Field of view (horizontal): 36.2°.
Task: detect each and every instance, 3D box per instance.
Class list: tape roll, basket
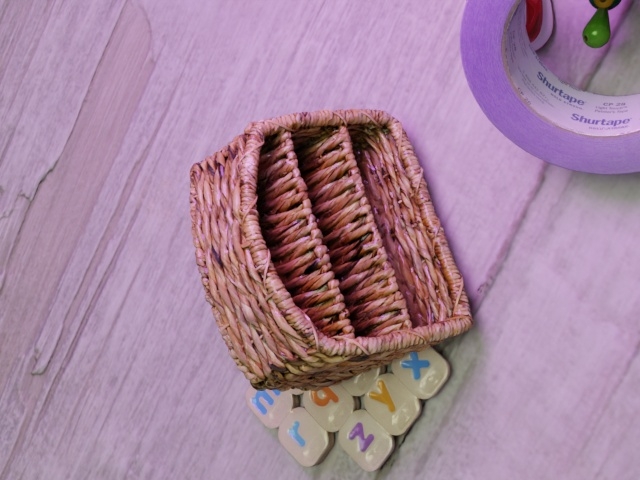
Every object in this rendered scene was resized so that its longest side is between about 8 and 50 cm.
[{"bbox_3d":[0.282,-0.203,0.969,0.275,0.090,0.274,14,131,17],"label":"tape roll"},{"bbox_3d":[0.000,0.000,1.117,0.223,0.213,0.299,-26,69,27],"label":"basket"}]

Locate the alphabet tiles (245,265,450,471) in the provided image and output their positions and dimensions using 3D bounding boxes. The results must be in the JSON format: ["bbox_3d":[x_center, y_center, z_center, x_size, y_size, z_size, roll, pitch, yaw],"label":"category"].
[{"bbox_3d":[0.023,0.135,1.220,0.278,0.021,0.284,42,105,30],"label":"alphabet tiles"}]

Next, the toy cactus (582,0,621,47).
[{"bbox_3d":[0.347,-0.304,1.051,0.219,0.112,0.180,-57,40,15],"label":"toy cactus"}]

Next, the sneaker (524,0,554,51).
[{"bbox_3d":[0.206,-0.333,1.113,0.087,0.128,0.221,-20,72,29],"label":"sneaker"}]
